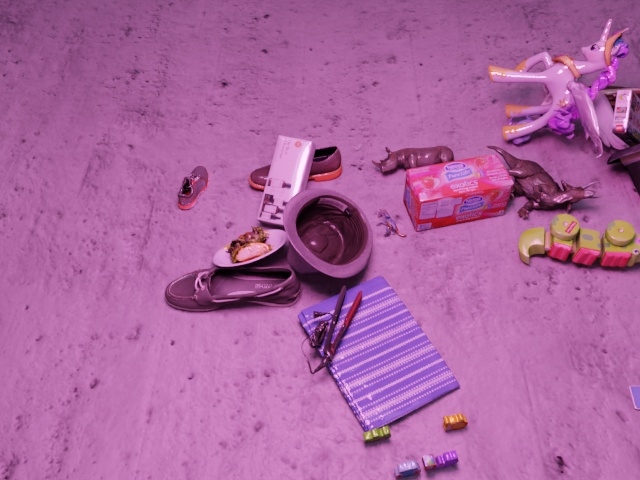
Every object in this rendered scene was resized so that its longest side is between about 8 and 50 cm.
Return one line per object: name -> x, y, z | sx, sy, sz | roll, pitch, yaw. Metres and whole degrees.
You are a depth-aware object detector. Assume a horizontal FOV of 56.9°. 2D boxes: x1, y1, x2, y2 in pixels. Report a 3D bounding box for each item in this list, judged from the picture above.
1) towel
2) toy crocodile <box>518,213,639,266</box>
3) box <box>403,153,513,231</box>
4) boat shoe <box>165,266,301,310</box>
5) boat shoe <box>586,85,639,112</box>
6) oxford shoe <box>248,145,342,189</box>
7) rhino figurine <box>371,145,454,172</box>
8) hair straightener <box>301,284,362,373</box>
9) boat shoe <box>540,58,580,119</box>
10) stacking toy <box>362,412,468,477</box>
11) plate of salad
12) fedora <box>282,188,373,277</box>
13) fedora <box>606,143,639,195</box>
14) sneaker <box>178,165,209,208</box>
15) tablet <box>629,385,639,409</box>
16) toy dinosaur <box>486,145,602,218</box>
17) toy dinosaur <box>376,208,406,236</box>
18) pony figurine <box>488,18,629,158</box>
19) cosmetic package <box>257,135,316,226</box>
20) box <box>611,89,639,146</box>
towel -> 0.124, 0.248, 1.355 | 0.243, 0.040, 0.336 | -23, 57, -17
toy crocodile -> 0.666, 0.015, 1.463 | 0.341, 0.115, 0.105 | 7, 58, 10
box -> 0.361, -0.128, 1.574 | 0.257, 0.128, 0.122 | -11, 53, -6
boat shoe -> -0.215, 0.102, 1.433 | 0.336, 0.095, 0.112 | -1, 52, 1
boat shoe -> 0.908, -0.446, 1.827 | 0.258, 0.095, 0.095 | 3, 46, 4
oxford shoe -> -0.073, -0.215, 1.673 | 0.272, 0.098, 0.096 | -14, 53, -9
rhino figurine -> 0.268, -0.223, 1.686 | 0.244, 0.073, 0.106 | 1, 56, 4
hair straightener -> 0.016, 0.197, 1.344 | 0.089, 0.047, 0.230 | 20, 59, 13
boat shoe -> 0.748, -0.482, 1.864 | 0.088, 0.096, 0.267 | 21, 64, 12
stacking toy -> 0.210, 0.449, 1.184 | 0.222, 0.052, 0.166 | -10, 51, -3
plate of salad -> -0.180, 0.009, 1.486 | 0.200, 0.048, 0.199 | -16, 21, 6
fedora -> 0.000, 0.000, 1.459 | 0.244, 0.124, 0.275 | 41, 45, -3
fedora -> 0.952, -0.201, 1.566 | 0.335, 0.334, 0.152 | -13, 86, -8
sneaker -> -0.357, -0.162, 1.663 | 0.061, 0.064, 0.157 | 8, 53, 8
tablet -> 0.714, 0.340, 1.275 | 0.084, 0.006, 0.054 | 2, 52, 3
toy dinosaur -> 0.579, -0.155, 1.616 | 0.160, 0.120, 0.313 | -22, 48, -34
toy dinosaur -> 0.182, -0.047, 1.587 | 0.090, 0.047, 0.082 | 27, 40, -19
pony figurine -> 0.693, -0.396, 1.659 | 0.364, 0.350, 0.303 | -11, 6, 35
cosmetic package -> -0.090, -0.155, 1.586 | 0.099, 0.060, 0.238 | 12, 83, 10
box -> 0.840, -0.326, 1.599 | 0.036, 0.207, 0.113 | 8, 91, 39
